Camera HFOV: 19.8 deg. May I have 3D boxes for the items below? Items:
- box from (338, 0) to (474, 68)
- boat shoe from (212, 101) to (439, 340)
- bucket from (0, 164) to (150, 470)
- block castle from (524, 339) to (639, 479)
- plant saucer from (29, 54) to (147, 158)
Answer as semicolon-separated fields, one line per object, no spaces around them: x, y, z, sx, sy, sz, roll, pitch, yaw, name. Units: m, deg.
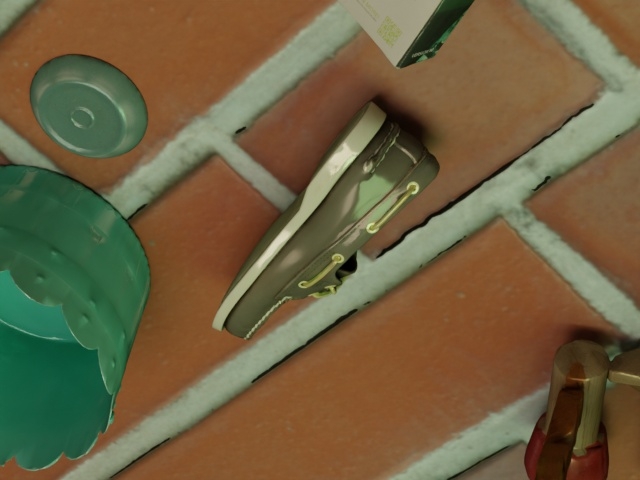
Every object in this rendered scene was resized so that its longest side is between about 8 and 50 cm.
0.077;-0.323;1.402;0.232;0.058;0.322;50;133;16;box
-0.001;0.002;1.727;0.091;0.109;0.305;35;126;-5;boat shoe
-0.311;0.073;1.834;0.281;0.183;0.281;9;130;11;bucket
0.396;0.285;1.705;0.453;0.303;0.212;10;131;11;block castle
-0.225;-0.122;1.754;0.119;0.021;0.119;9;130;10;plant saucer
